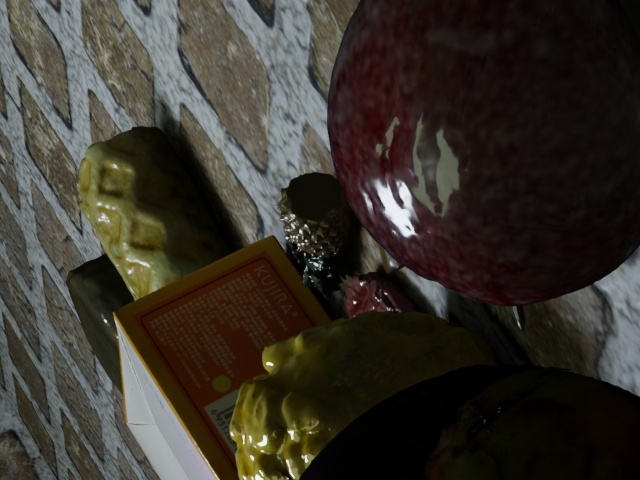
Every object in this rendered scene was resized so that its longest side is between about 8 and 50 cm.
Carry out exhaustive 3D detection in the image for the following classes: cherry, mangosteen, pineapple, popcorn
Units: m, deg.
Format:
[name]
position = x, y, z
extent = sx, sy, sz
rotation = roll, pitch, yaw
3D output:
[cherry]
position = 0.113, -0.087, 1.257
extent = 0.230, 0.203, 0.300
rotation = 38, 134, 55
[mangosteen]
position = 0.175, 0.255, 1.338
extent = 0.381, 0.421, 0.381
rotation = 48, -155, -32
[pineapple]
position = 0.000, 0.000, 1.862
extent = 0.074, 0.074, 0.159
rotation = 53, 164, 29
[popcorn]
position = 0.051, 0.167, 1.663
extent = 0.250, 0.250, 0.190
rotation = 44, 166, 44

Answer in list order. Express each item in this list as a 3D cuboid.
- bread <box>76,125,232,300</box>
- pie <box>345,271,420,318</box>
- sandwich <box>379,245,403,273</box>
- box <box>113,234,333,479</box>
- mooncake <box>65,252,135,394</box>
[bread]
position = -0.180, 0.008, 2.240
extent = 0.268, 0.130, 0.152
rotation = 59, -160, 14
[pie]
position = 0.073, 0.097, 1.836
extent = 0.153, 0.038, 0.153
rotation = 54, 157, 35
[sandwich]
position = 0.071, -0.041, 1.608
extent = 0.116, 0.074, 0.074
rotation = 65, 161, -1
[box]
position = -0.061, 0.195, 2.043
extent = 0.283, 0.213, 0.259
rotation = 56, 162, 26
[mooncake]
position = -0.234, 0.115, 2.535
extent = 0.228, 0.124, 0.228
rotation = 50, 160, 25
